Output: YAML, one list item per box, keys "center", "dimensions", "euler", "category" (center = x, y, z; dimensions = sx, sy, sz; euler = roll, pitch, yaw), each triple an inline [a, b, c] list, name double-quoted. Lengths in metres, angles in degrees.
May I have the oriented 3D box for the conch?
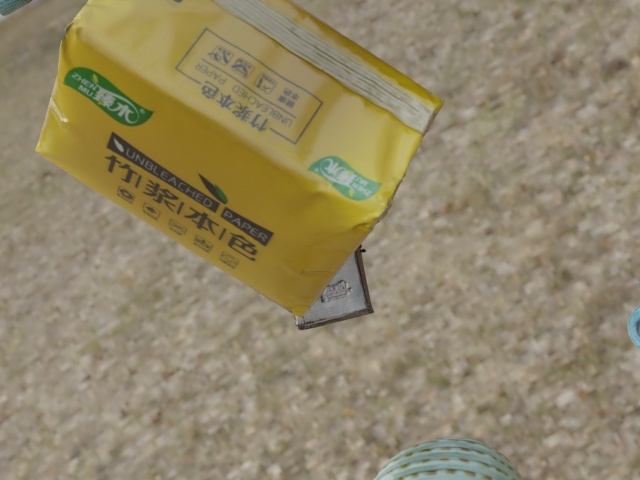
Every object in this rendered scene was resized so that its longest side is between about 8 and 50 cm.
- center: [0.122, 0.269, 1.419]
  dimensions: [0.172, 0.131, 0.200]
  euler: [6, 12, 13]
  category: "conch"

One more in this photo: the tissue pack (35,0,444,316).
- center: [-0.099, -0.127, 1.559]
  dimensions: [0.228, 0.382, 0.293]
  euler: [-57, 2, -30]
  category: "tissue pack"

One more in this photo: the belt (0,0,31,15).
- center: [-0.408, -0.359, 1.801]
  dimensions: [0.065, 0.100, 0.179]
  euler: [-23, 28, 2]
  category: "belt"

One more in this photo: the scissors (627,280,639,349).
- center: [0.624, 0.154, 2.088]
  dimensions: [0.180, 0.032, 0.393]
  euler: [-48, 46, -6]
  category: "scissors"

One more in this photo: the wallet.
- center: [0.000, 0.000, 1.918]
  dimensions: [0.124, 0.230, 0.042]
  euler: [-15, -12, 28]
  category: "wallet"
